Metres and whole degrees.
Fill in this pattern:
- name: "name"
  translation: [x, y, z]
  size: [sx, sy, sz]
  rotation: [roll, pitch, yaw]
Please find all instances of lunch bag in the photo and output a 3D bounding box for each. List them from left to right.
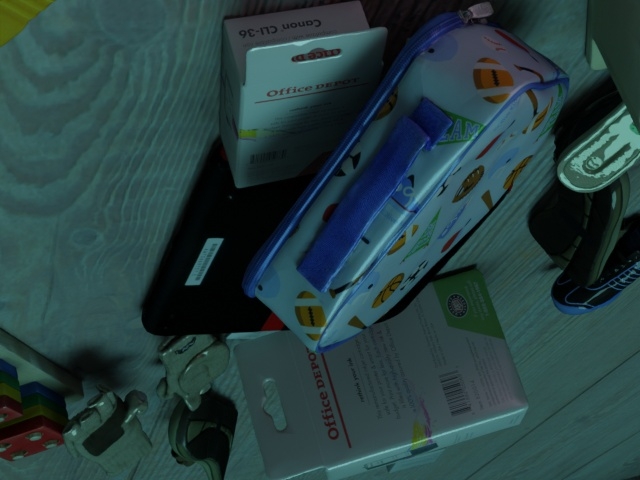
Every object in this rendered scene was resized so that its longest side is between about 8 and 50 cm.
- name: "lunch bag"
  translation: [0.073, -0.053, 0.844]
  size: [0.303, 0.115, 0.243]
  rotation: [-55, 164, 23]

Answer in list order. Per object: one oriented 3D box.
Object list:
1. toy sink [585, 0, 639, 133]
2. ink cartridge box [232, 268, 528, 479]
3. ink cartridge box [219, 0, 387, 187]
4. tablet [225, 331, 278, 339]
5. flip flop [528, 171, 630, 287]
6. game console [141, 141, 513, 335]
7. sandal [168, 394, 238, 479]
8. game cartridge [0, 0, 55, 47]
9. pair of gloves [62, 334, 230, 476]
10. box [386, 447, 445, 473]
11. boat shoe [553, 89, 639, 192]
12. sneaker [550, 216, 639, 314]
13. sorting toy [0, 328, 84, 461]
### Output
- name: "toy sink"
  translation: [0.319, -0.184, 0.854]
  size: [0.152, 0.131, 0.234]
  rotation: [-19, 156, 4]
- name: "ink cartridge box"
  translation: [0.078, 0.195, 1.389]
  size: [0.353, 0.207, 0.119]
  rotation: [-16, 159, -3]
- name: "ink cartridge box"
  translation: [-0.019, -0.127, 0.832]
  size: [0.115, 0.067, 0.198]
  rotation: [-12, 156, -13]
- name: "tablet"
  translation: [-0.081, 0.121, 1.373]
  size: [0.083, 0.006, 0.054]
  rotation: [3, 148, -38]
- name: "flip flop"
  translation: [0.323, -0.032, 1.223]
  size: [0.080, 0.112, 0.277]
  rotation: [-33, 157, -16]
- name: "game console"
  translation: [0.000, 0.000, 1.135]
  size: [0.341, 0.060, 0.386]
  rotation: [0, 150, -22]
- name: "sandal"
  translation: [-0.191, 0.295, 1.570]
  size: [0.086, 0.120, 0.303]
  rotation: [8, 156, 12]
- name: "game cartridge"
  translation: [-0.341, -0.149, 0.598]
  size: [0.323, 0.053, 0.285]
  rotation: [-28, 153, 24]
- name: "pair of gloves"
  translation: [-0.224, 0.202, 1.330]
  size: [0.240, 0.042, 0.204]
  rotation: [-41, 154, -8]
- name: "box"
  translation: [0.169, 0.376, 1.946]
  size: [0.101, 0.102, 0.087]
  rotation: [-11, 152, -15]
- name: "boat shoe"
  translation: [0.337, -0.142, 1.035]
  size: [0.233, 0.079, 0.084]
  rotation: [-35, 116, 30]
- name: "sneaker"
  translation: [0.417, 0.022, 1.414]
  size: [0.232, 0.081, 0.090]
  rotation: [-32, 149, 15]
- name: "sorting toy"
  translation: [-0.450, 0.220, 1.242]
  size: [0.255, 0.089, 0.257]
  rotation: [-19, 155, 3]
